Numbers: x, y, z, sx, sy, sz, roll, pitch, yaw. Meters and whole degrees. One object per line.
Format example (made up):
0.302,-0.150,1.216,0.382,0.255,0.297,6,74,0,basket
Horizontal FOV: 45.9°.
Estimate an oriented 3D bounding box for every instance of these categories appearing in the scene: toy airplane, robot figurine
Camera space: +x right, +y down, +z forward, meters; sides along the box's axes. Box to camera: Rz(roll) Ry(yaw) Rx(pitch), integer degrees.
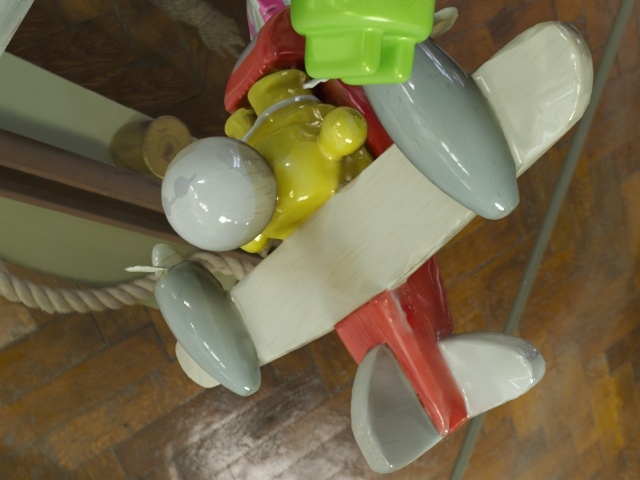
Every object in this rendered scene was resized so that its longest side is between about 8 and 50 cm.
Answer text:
0.000,0.000,0.615,0.272,0.384,0.386,8,101,-38,toy airplane
0.021,-0.131,0.347,0.101,0.067,0.115,-3,99,-46,robot figurine

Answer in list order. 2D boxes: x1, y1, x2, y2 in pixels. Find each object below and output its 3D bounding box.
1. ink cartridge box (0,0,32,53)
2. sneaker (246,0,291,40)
-0.248,-0.211,0.547,0.091,0.385,0.308,32,124,-24,ink cartridge box
-0.034,-0.255,1.008,0.103,0.111,0.252,-14,80,-9,sneaker
